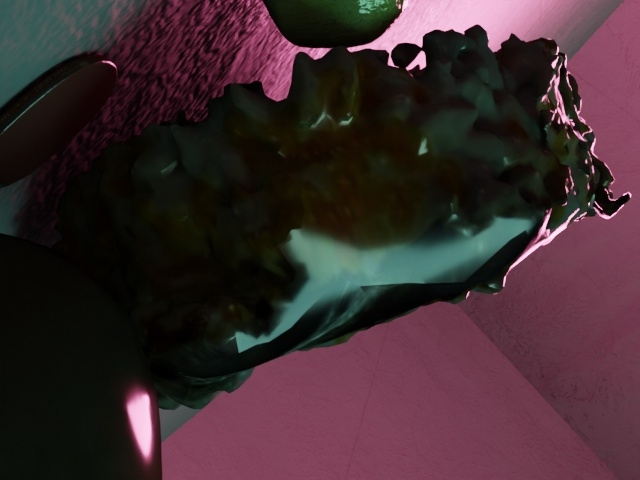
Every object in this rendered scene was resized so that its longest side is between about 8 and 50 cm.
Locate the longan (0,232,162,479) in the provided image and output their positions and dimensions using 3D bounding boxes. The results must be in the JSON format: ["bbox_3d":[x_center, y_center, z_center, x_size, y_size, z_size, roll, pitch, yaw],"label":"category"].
[{"bbox_3d":[-0.209,0.127,0.535,0.300,0.300,0.243,-40,130,-22],"label":"longan"}]

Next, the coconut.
[{"bbox_3d":[0.004,-0.151,0.650,0.088,0.096,0.088,7,90,-76],"label":"coconut"}]

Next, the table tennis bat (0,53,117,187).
[{"bbox_3d":[-0.171,-0.044,0.607,0.156,0.013,0.087,-44,175,-5],"label":"table tennis bat"}]

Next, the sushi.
[{"bbox_3d":[-0.002,-0.023,0.776,0.417,0.176,0.417,-25,-178,1],"label":"sushi"}]
